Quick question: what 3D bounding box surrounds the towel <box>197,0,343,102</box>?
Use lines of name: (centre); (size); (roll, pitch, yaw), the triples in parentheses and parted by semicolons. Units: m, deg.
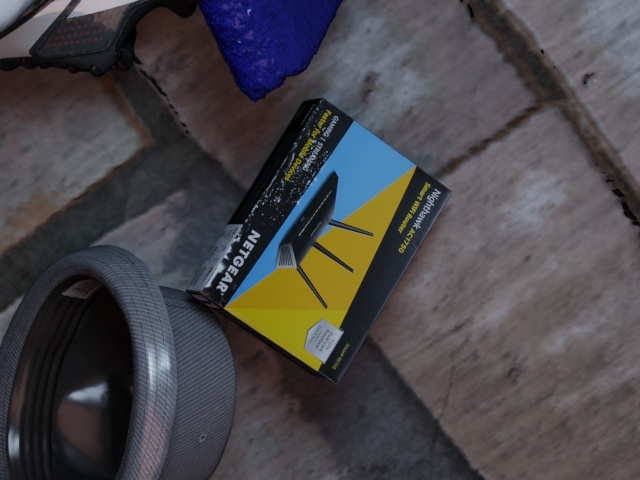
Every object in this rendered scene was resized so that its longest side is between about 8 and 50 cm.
towel: (-0.078, -0.271, 1.282); (0.076, 0.228, 0.308); (-14, 117, 25)

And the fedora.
fedora: (-0.156, 0.137, 1.495); (0.124, 0.243, 0.275); (6, 114, -38)

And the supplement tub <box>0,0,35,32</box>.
supplement tub: (-0.247, -0.263, 1.206); (0.207, 0.338, 0.207); (-1, 116, -2)

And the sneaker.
sneaker: (-0.207, -0.164, 1.388); (0.276, 0.098, 0.135); (-25, 112, 8)

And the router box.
router box: (0.000, 0.000, 1.462); (0.133, 0.046, 0.179); (34, 79, -18)
